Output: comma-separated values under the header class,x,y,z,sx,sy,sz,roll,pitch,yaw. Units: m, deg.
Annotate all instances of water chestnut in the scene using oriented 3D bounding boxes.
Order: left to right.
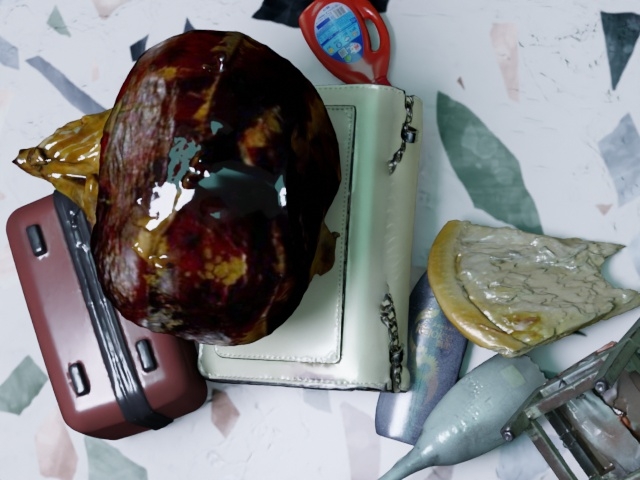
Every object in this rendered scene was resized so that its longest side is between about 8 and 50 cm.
class,x,y,z,sx,sy,sz,roll,pitch,yaw
water chestnut,-0.149,-0.061,1.329,0.347,0.335,0.335,7,83,7

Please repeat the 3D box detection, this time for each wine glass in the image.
class,x,y,z,sx,sy,sz,roll,pitch,yaw
wine glass,0.129,0.211,1.355,0.309,0.264,0.096,-33,75,-13

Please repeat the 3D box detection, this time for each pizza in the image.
class,x,y,z,sx,sy,sz,roll,pitch,yaw
pizza,0.256,0.053,1.464,0.262,0.034,0.181,0,58,-1

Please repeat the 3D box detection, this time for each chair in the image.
class,x,y,z,sx,sy,sz,roll,pitch,yaw
chair,0.327,0.186,1.380,0.147,0.270,0.136,-37,88,32

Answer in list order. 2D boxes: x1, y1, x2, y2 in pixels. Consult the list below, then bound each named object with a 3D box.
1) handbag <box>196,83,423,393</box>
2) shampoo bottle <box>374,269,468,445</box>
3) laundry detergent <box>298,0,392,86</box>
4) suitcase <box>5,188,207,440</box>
class,x,y,z,sx,sy,sz,roll,pitch,yaw
handbag,0.000,0.000,1.506,0.236,0.160,0.358,0,82,29
shampoo bottle,0.132,0.131,1.517,0.087,0.049,0.234,16,86,9
laundry detergent,0.049,-0.241,1.595,0.097,0.049,0.165,-35,78,2
suitcase,-0.255,0.087,1.523,0.161,0.236,0.297,-21,77,-1
